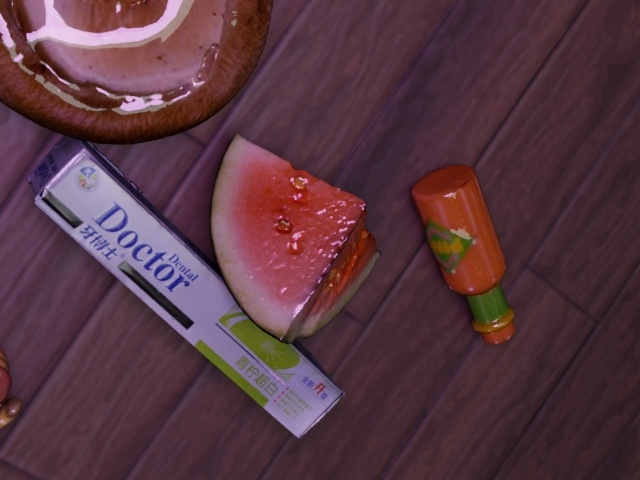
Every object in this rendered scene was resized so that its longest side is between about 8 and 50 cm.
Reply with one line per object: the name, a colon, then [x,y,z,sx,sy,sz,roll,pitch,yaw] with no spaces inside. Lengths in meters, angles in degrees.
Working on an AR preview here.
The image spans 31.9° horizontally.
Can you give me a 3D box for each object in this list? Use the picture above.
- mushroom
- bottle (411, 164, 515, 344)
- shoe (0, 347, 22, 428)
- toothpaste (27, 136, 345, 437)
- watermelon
mushroom: [-0.157,-0.195,0.877,0.253,0.153,0.253,-3,105,-13]
bottle: [0.150,0.020,1.111,0.069,0.069,0.187,-30,113,-13]
shoe: [-0.297,0.144,0.955,0.072,0.069,0.109,35,83,-26]
toothpaste: [-0.116,0.044,0.999,0.067,0.081,0.336,-46,115,-2]
watermelon: [-0.017,0.007,1.008,0.137,0.145,0.193,-12,72,4]
